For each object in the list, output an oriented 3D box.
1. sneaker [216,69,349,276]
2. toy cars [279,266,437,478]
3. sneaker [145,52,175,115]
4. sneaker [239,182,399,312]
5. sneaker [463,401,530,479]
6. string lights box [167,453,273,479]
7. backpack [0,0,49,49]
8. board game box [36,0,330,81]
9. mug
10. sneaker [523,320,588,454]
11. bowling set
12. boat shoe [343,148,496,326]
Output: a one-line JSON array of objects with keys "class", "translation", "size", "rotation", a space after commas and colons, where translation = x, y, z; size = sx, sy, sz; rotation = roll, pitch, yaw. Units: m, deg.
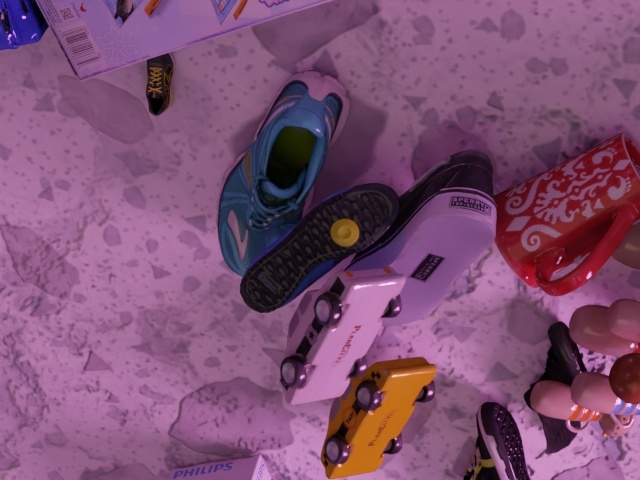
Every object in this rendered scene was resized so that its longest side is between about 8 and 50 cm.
[{"class": "sneaker", "translation": [-0.055, -0.062, 1.732], "size": [0.107, 0.110, 0.275], "rotation": [20, 125, -3]}, {"class": "toy cars", "translation": [0.034, 0.143, 1.804], "size": [0.176, 0.087, 0.393], "rotation": [-33, 146, -7]}, {"class": "sneaker", "translation": [-0.177, -0.175, 1.725], "size": [0.031, 0.035, 0.083], "rotation": [3, 124, 9]}, {"class": "sneaker", "translation": [0.000, 0.000, 1.712], "size": [0.209, 0.082, 0.069], "rotation": [-37, 94, 17]}, {"class": "sneaker", "translation": [0.208, 0.305, 1.942], "size": [0.097, 0.084, 0.234], "rotation": [-7, 122, 17]}, {"class": "string lights box", "translation": [-0.100, 0.412, 2.078], "size": [0.133, 0.076, 0.259], "rotation": [-12, 120, 20]}, {"class": "backpack", "translation": [-0.349, -0.265, 1.662], "size": [0.098, 0.101, 0.120], "rotation": [-9, 118, 9]}, {"class": "board game box", "translation": [-0.173, -0.350, 1.588], "size": [0.318, 0.066, 0.318], "rotation": [-14, 120, 19]}, {"class": "mug", "translation": [0.284, -0.021, 1.682], "size": [0.169, 0.150, 0.113], "rotation": [-31, 157, 22]}, {"class": "sneaker", "translation": [0.279, 0.176, 1.861], "size": [0.089, 0.051, 0.170], "rotation": [-20, 121, 17]}, {"class": "bowling set", "translation": [0.361, 0.141, 1.707], "size": [0.154, 0.200, 0.287], "rotation": [17, 117, -13]}, {"class": "boat shoe", "translation": [0.102, -0.002, 1.744], "size": [0.113, 0.105, 0.306], "rotation": [16, 147, -12]}]
